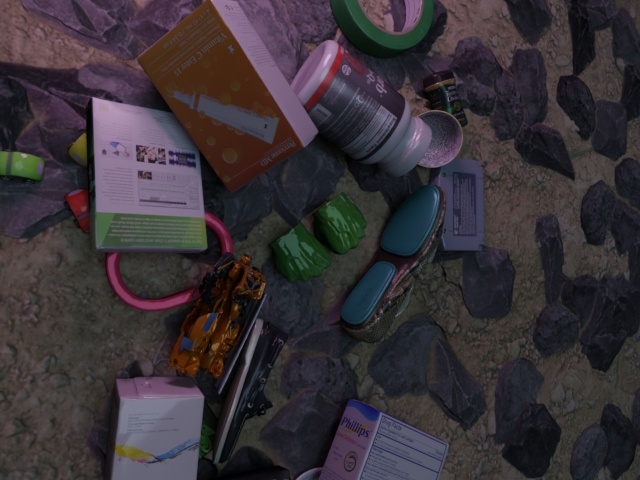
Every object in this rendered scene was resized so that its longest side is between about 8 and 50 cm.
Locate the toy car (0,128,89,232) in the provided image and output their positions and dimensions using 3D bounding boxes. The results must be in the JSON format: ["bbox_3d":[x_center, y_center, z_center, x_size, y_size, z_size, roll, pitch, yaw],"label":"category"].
[{"bbox_3d":[-0.559,-0.143,0.989,0.224,0.053,0.239,7,85,-27],"label":"toy car"}]

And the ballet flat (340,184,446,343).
[{"bbox_3d":[0.228,0.075,1.349,0.182,0.164,0.483,42,75,-42],"label":"ballet flat"}]

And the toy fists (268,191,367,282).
[{"bbox_3d":[0.000,0.000,1.251,0.279,0.096,0.142,-37,94,-22],"label":"toy fists"}]

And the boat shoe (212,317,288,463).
[{"bbox_3d":[-0.161,0.363,1.135,0.113,0.127,0.340,21,69,-15],"label":"boat shoe"}]

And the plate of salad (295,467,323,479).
[{"bbox_3d":[-0.010,0.702,1.243,0.199,0.048,0.200,1,88,-27],"label":"plate of salad"}]

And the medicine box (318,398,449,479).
[{"bbox_3d":[0.158,0.608,1.236,0.263,0.149,0.289,33,70,-25],"label":"medicine box"}]

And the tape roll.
[{"bbox_3d":[0.181,-0.702,1.379,0.321,0.077,0.321,1,88,-27],"label":"tape roll"}]

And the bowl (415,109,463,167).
[{"bbox_3d":[0.337,-0.311,1.427,0.170,0.080,0.170,4,115,9],"label":"bowl"}]

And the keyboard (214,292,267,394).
[{"bbox_3d":[-0.193,0.245,1.152,0.014,0.072,0.256,29,75,-19],"label":"keyboard"}]

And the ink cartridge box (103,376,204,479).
[{"bbox_3d":[-0.354,0.422,1.001,0.168,0.171,0.233,7,86,-26],"label":"ink cartridge box"}]

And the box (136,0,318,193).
[{"bbox_3d":[-0.195,-0.319,1.067,0.215,0.168,0.345,-29,105,21],"label":"box"}]

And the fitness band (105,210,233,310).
[{"bbox_3d":[-0.341,0.043,1.099,0.290,0.054,0.209,-21,95,-27],"label":"fitness band"}]

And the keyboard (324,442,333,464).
[{"bbox_3d":[0.153,0.633,1.336,0.317,0.033,0.202,42,68,-22],"label":"keyboard"}]

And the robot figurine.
[{"bbox_3d":[-0.222,0.167,1.091,0.291,0.085,0.211,-63,156,-7],"label":"robot figurine"}]

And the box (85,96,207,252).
[{"bbox_3d":[-0.374,-0.132,1.027,0.232,0.058,0.322,2,74,-37],"label":"box"}]

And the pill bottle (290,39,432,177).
[{"bbox_3d":[0.104,-0.331,1.251,0.362,0.210,0.210,30,75,-24],"label":"pill bottle"}]

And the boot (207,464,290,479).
[{"bbox_3d":[-0.272,0.729,1.065,0.445,0.146,0.367,3,88,-31],"label":"boot"}]

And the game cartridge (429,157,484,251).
[{"bbox_3d":[0.429,-0.112,1.498,0.196,0.060,0.294,2,87,-31],"label":"game cartridge"}]

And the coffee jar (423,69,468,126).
[{"bbox_3d":[0.386,-0.431,1.472,0.096,0.079,0.184,-23,98,-26],"label":"coffee jar"}]

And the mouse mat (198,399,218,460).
[{"bbox_3d":[-0.326,0.439,1.114,0.152,0.007,0.190,-35,105,-24],"label":"mouse mat"}]
